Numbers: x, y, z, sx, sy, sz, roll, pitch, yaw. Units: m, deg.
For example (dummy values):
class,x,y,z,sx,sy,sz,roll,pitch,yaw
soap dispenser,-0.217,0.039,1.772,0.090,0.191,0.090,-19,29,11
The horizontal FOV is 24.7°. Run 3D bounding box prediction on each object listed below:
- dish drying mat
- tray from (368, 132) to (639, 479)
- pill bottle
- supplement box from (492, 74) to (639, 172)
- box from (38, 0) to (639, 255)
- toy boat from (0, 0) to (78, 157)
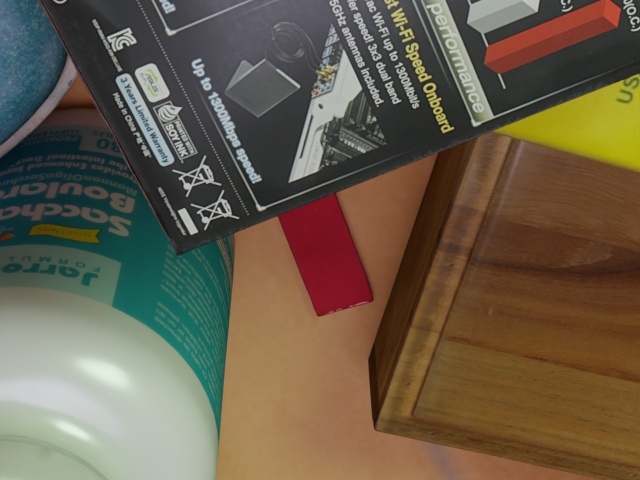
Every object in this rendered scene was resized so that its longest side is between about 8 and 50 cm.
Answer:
class,x,y,z,sx,sy,sz,roll,pitch,yaw
dish drying mat,0.000,0.000,0.740,0.032,0.008,0.083,-16,118,9
tray,0.249,0.041,0.729,0.411,0.076,0.203,13,117,-7
pill bottle,-0.113,0.057,0.623,0.146,0.264,0.146,-1,118,-1
supplement box,0.123,-0.149,0.553,0.357,0.194,0.195,14,116,-8
box,0.005,-0.176,0.388,0.242,0.076,0.307,-22,114,11
toy boat,-0.171,-0.164,0.567,0.318,0.148,0.267,-37,111,17
